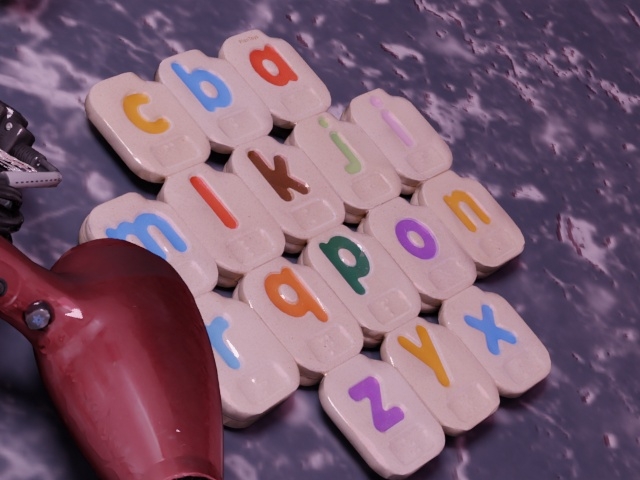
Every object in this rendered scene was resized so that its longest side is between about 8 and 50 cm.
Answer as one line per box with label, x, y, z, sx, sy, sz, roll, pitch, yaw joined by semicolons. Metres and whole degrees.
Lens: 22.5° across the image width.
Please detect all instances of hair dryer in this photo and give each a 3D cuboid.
hair dryer;-0.144;0.027;0.712;0.293;0.080;0.223;41;18;18

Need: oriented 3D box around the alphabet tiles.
alphabet tiles;0.000;0.000;0.919;0.278;0.021;0.284;50;42;11
